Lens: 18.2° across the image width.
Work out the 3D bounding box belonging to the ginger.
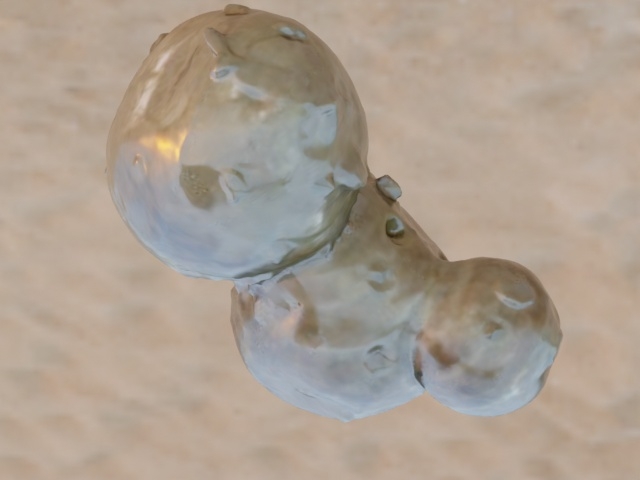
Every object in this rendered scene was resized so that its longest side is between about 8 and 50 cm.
[{"bbox_3d":[0.000,0.000,1.192,0.304,0.155,0.244,42,151,-18],"label":"ginger"}]
